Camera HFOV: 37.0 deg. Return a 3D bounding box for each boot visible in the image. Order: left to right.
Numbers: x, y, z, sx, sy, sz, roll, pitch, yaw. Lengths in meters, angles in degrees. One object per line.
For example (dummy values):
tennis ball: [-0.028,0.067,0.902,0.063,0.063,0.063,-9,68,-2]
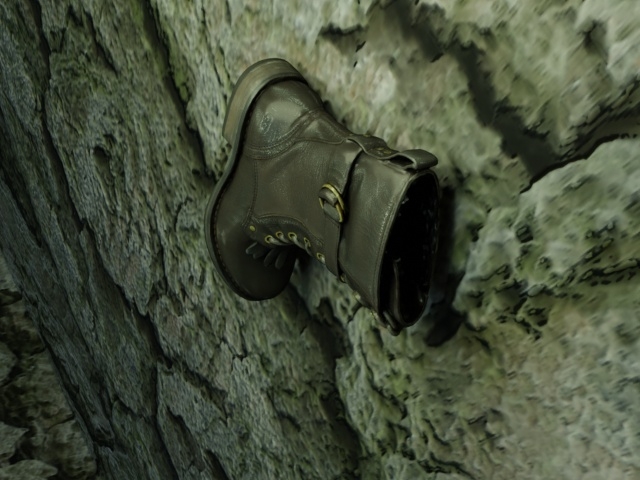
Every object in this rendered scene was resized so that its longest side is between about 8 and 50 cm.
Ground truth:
boot: [0.000,0.000,0.768,0.229,0.091,0.263,45,143,39]
